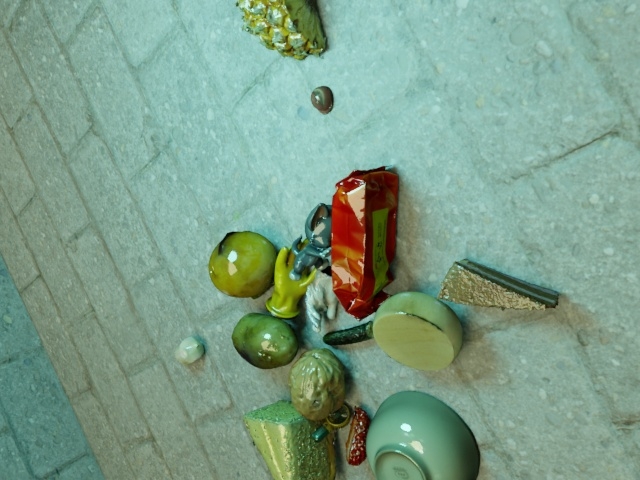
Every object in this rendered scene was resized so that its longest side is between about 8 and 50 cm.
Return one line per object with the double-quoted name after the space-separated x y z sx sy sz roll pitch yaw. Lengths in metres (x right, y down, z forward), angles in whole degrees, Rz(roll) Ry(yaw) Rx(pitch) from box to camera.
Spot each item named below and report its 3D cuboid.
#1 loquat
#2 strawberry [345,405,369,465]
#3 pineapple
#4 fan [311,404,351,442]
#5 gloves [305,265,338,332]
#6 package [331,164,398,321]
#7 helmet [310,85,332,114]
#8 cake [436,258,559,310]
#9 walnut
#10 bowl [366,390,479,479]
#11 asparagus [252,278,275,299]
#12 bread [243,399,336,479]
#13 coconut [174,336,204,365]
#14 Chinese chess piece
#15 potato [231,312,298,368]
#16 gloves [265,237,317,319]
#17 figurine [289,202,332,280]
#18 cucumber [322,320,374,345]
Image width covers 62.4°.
-0.255 0.078 1.763 0.235 0.235 0.234 11 110 33 "loquat"
0.131 0.645 1.726 0.082 0.121 0.188 11 91 0 "strawberry"
-0.175 -0.653 1.501 0.286 0.209 0.344 -9 99 37 "pineapple"
0.034 0.616 1.771 0.082 0.155 0.039 34 151 42 "fan"
0.008 0.190 1.696 0.097 0.119 0.228 -138 58 -66 "gloves"
0.126 -0.003 1.489 0.123 0.196 0.423 11 111 38 "package"
-0.001 -0.411 1.549 0.065 0.049 0.083 1 103 34 "helmet"
0.450 0.116 1.342 0.296 0.116 0.112 11 110 33 "cake"
-0.011 0.472 1.730 0.198 0.198 0.244 19 121 30 "walnut"
0.276 0.656 1.583 0.354 0.185 0.353 11 110 32 "bowl"
-0.195 0.162 1.869 0.165 0.030 0.036 -42 68 36 "asparagus"
-0.108 0.730 1.842 0.279 0.249 0.314 7 94 39 "bread"
-0.527 0.447 2.151 0.124 0.110 0.110 -32 84 40 "coconut"
0.270 0.253 1.471 0.251 0.097 0.250 18 137 18 "Chinese chess piece"
-0.184 0.346 1.796 0.210 0.173 0.307 56 155 -11 "potato"
-0.086 0.110 1.714 0.116 0.133 0.294 41 125 33 "gloves"
-0.005 0.000 1.578 0.265 0.193 0.140 -44 76 30 "figurine"
0.086 0.306 1.699 0.215 0.052 0.058 -21 71 38 "cucumber"
